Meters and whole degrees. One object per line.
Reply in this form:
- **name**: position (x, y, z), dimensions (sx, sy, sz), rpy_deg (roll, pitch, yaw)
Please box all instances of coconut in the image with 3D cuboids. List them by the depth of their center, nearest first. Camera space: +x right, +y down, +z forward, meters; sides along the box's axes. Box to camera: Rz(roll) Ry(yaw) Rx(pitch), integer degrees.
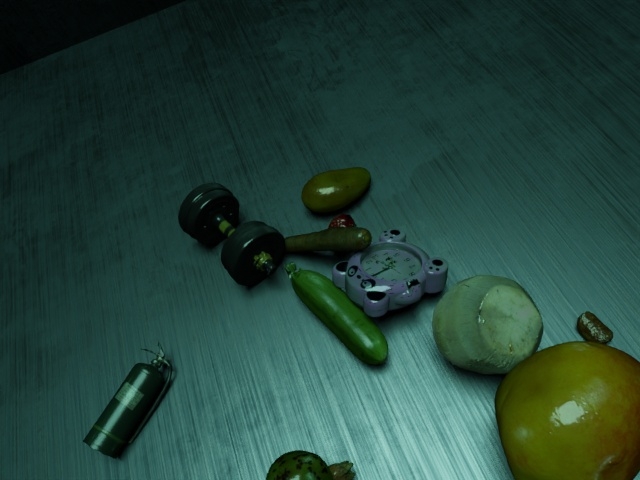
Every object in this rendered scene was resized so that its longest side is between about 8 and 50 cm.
- **coconut**: position (0.373, 0.195, 1.195), dimensions (0.227, 0.230, 0.227), rpy_deg (3, 75, -11)

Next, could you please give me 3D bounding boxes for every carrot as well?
- **carrot**: position (0.000, 0.001, 1.433), dimensions (0.342, 0.070, 0.070), rpy_deg (-4, 52, 44)

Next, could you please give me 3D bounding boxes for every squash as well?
- **squash**: position (0.036, 0.176, 1.350), dimensions (0.101, 0.101, 0.378), rpy_deg (-41, 56, -14)

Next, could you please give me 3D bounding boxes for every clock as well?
- **clock**: position (0.173, 0.083, 1.340), dimensions (0.247, 0.090, 0.227), rpy_deg (-24, 41, -25)

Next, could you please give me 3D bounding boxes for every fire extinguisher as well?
- **fire extinguisher**: position (-0.469, 0.394, 1.335), dimensions (0.118, 0.093, 0.294), rpy_deg (30, 66, 0)

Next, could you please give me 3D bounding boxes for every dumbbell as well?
- **dumbbell**: position (-0.255, -0.022, 1.499), dimensions (0.185, 0.185, 0.388), rpy_deg (-42, 57, -14)

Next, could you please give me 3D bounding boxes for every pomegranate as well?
- **pomegranate**: position (-0.023, 0.519, 1.117), dimensions (0.205, 0.159, 0.159), rpy_deg (-7, 51, -26)

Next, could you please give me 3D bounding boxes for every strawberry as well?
- **strawberry**: position (0.060, -0.022, 1.475), dimensions (0.106, 0.106, 0.106), rpy_deg (-6, 56, 9)

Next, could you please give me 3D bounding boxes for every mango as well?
- **mango**: position (0.050, -0.156, 1.568), dimensions (0.227, 0.099, 0.136), rpy_deg (-23, 48, -12)

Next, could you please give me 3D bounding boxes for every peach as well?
- **peach**: position (0.494, 0.340, 1.011), dimensions (0.307, 0.289, 0.289), rpy_deg (-28, 54, 17)

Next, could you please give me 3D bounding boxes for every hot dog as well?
- **hot dog**: position (0.639, 0.206, 1.225), dimensions (0.058, 0.035, 0.083), rpy_deg (-31, 56, -7)
